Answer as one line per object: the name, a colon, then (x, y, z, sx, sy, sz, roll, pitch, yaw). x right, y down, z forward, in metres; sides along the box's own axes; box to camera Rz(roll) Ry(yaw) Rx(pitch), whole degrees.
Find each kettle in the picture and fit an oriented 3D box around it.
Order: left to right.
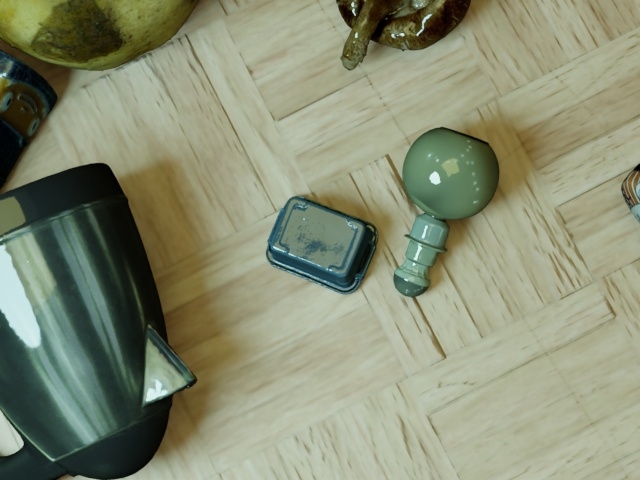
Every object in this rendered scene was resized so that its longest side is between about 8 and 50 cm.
kettle: (-0.248, 0.100, 1.727, 0.250, 0.207, 0.271, -26, 87, -8)

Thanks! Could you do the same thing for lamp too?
lamp: (0.107, -0.024, 1.783, 0.091, 0.091, 0.163, 22, 97, 8)

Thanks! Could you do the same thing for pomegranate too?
pomegranate: (-0.224, -0.296, 1.763, 0.281, 0.281, 0.281, -1, 80, 4)

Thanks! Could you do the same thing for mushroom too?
mushroom: (0.073, -0.235, 1.821, 0.135, 0.080, 0.170, 35, 85, 22)

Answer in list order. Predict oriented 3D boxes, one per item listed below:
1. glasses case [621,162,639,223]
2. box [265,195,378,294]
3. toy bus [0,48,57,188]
glasses case: (0.386, 0.023, 1.738, 0.266, 0.103, 0.067, 40, 84, 11)
box: (0.000, 0.000, 1.795, 0.099, 0.054, 0.074, 21, 80, 8)
toy bus: (-0.435, -0.159, 1.805, 0.323, 0.162, 0.194, 29, 84, 10)
